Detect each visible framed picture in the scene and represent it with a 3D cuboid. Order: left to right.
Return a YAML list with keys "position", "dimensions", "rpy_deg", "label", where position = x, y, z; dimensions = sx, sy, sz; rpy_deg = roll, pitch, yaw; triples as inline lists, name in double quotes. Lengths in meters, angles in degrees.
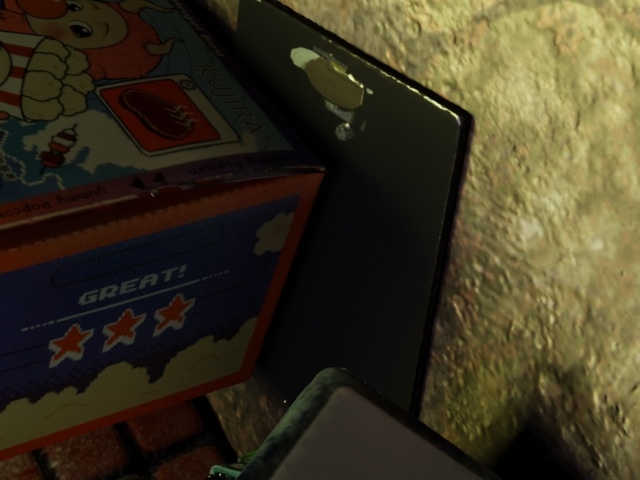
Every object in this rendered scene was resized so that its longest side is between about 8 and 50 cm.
- position: [0.000, 0.000, 1.234]
  dimensions: [0.244, 0.013, 0.323]
  rpy_deg: [35, 129, 37]
  label: "framed picture"

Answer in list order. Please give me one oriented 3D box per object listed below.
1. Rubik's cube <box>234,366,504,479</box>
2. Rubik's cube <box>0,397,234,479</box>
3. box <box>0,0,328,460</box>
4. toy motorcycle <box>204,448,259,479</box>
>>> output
- position: [0.010, 0.332, 1.040]
  dimensions: [0.313, 0.316, 0.318]
  rpy_deg: [34, 132, 6]
  label: "Rubik's cube"
- position: [-0.322, 0.222, 1.452]
  dimensions: [0.343, 0.344, 0.337]
  rpy_deg: [61, 140, 15]
  label: "Rubik's cube"
- position: [-0.234, -0.053, 1.241]
  dimensions: [0.348, 0.319, 0.257]
  rpy_deg: [52, 138, 31]
  label: "box"
- position: [-0.023, 0.204, 1.278]
  dimensions: [0.173, 0.100, 0.058]
  rpy_deg: [6, 110, 53]
  label: "toy motorcycle"
